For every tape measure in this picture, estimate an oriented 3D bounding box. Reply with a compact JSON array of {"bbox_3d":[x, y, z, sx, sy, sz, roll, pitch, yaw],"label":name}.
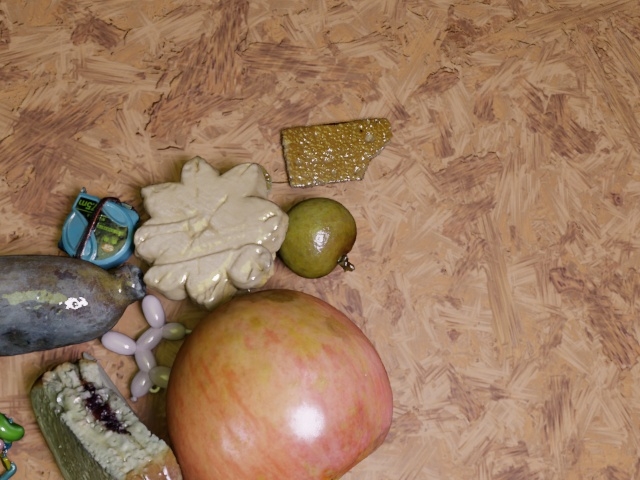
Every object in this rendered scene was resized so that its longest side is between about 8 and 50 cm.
[{"bbox_3d":[-0.401,-0.013,1.122,0.125,0.081,0.146,20,75,-2],"label":"tape measure"}]

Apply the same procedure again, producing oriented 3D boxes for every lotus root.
[{"bbox_3d":[-0.471,0.109,1.031,0.350,0.175,0.175,-2,77,-12],"label":"lotus root"}]

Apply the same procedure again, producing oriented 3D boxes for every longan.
[{"bbox_3d":[0.000,0.000,1.154,0.176,0.145,0.154,36,108,15],"label":"longan"}]

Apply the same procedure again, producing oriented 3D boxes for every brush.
[{"bbox_3d":[-0.331,0.317,1.085,0.042,0.039,0.299,-35,82,-19],"label":"brush"}]

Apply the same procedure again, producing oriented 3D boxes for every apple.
[{"bbox_3d":[-0.074,0.255,0.983,0.364,0.364,0.363,2,77,-10],"label":"apple"}]

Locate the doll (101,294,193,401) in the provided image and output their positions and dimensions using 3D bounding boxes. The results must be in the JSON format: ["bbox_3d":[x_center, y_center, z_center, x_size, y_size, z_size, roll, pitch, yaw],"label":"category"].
[{"bbox_3d":[-0.305,0.200,1.101,0.160,0.059,0.161,43,73,3],"label":"doll"}]

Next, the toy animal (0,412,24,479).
[{"bbox_3d":[-0.565,0.387,0.999,0.103,0.100,0.208,41,63,-22],"label":"toy animal"}]

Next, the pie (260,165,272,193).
[{"bbox_3d":[-0.138,-0.114,1.224,0.084,0.020,0.084,2,76,-10],"label":"pie"}]

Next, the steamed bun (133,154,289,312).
[{"bbox_3d":[-0.194,-0.013,1.119,0.295,0.137,0.292,21,72,17],"label":"steamed bun"}]

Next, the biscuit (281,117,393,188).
[{"bbox_3d":[0.042,-0.181,1.269,0.237,0.026,0.131,-9,80,-13],"label":"biscuit"}]

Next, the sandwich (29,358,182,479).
[{"bbox_3d":[-0.346,0.301,0.957,0.100,0.288,0.254,-18,83,-40],"label":"sandwich"}]
